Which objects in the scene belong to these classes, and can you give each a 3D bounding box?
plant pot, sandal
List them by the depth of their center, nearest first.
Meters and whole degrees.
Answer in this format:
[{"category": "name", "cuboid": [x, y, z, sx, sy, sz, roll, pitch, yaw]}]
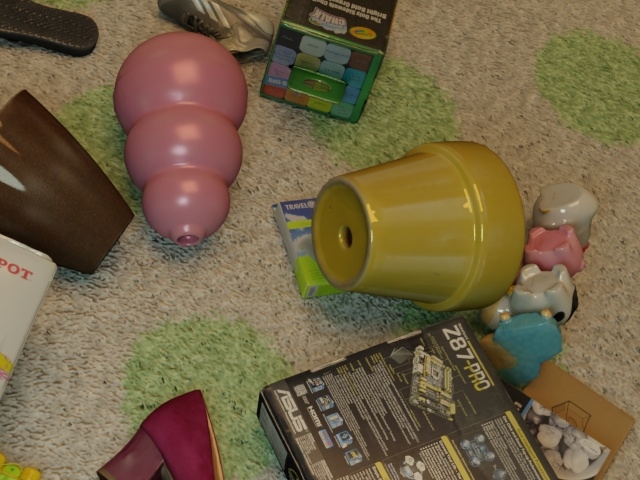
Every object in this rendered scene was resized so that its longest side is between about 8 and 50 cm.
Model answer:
[{"category": "plant pot", "cuboid": [-0.388, -0.061, 1.872, 0.230, 0.215, 0.215, 35, 52, -6]}, {"category": "plant pot", "cuboid": [0.127, -0.015, 1.909, 0.239, 0.254, 0.254, -5, 55, -31]}, {"category": "sandal", "cuboid": [-0.491, -0.353, 2.144, 0.254, 0.054, 0.097, 20, 58, -13]}]

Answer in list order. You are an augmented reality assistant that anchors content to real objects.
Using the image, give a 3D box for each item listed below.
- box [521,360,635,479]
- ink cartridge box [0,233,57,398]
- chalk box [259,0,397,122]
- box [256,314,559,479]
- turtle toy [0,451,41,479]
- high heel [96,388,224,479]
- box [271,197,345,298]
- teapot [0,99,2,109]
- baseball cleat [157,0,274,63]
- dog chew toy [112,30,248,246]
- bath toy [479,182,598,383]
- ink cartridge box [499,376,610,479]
[{"category": "box", "cuboid": [0.349, 0.287, 1.918, 0.164, 0.021, 0.201, 35, 52, 11]}, {"category": "ink cartridge box", "cuboid": [-0.490, 0.128, 1.619, 0.226, 0.131, 0.306, 27, 61, -14]}, {"category": "chalk box", "cuboid": [0.013, -0.325, 2.179, 0.180, 0.179, 0.289, 18, 53, -3]}, {"category": "box", "cuboid": [0.136, 0.320, 1.728, 0.318, 0.097, 0.395, -20, 62, -18]}, {"category": "turtle toy", "cuboid": [-0.411, 0.315, 1.655, 0.130, 0.066, 0.095, 24, 75, 5]}, {"category": "high heel", "cuboid": [-0.100, 0.347, 1.674, 0.377, 0.127, 0.181, 39, 65, 18]}, {"category": "box", "cuboid": [0.000, 0.000, 2.019, 0.109, 0.042, 0.178, -7, 58, -21]}, {"category": "teapot", "cuboid": [-0.576, -0.146, 1.882, 0.256, 0.187, 0.252, -28, 27, -8]}, {"category": "baseball cleat", "cuboid": [-0.181, -0.360, 2.217, 0.205, 0.072, 0.109, 13, 59, -2]}, {"category": "dog chew toy", "cuboid": [-0.205, -0.147, 1.979, 0.206, 0.207, 0.332, 1, 62, -15]}, {"category": "bath toy", "cuboid": [0.342, 0.056, 2.024, 0.151, 0.129, 0.348, -1, 40, 29]}, {"category": "ink cartridge box", "cuboid": [0.265, 0.318, 1.832, 0.206, 0.045, 0.208, 33, 63, 11]}]
